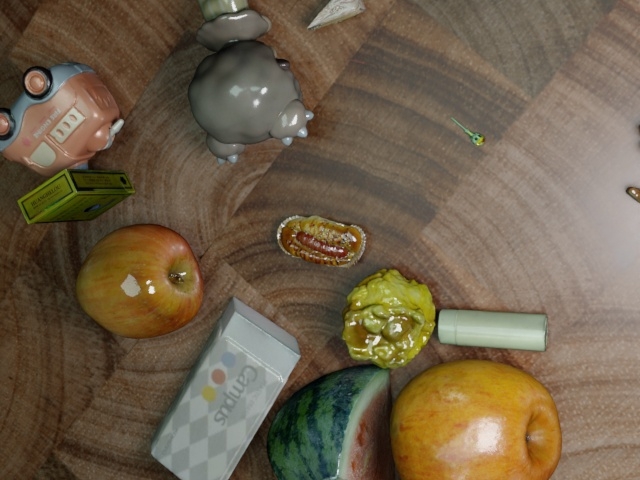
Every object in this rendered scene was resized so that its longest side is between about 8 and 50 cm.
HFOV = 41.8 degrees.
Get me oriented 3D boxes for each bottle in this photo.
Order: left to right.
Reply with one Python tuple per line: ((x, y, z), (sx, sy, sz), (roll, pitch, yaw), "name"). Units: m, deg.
((0.331, 0.171, 1.610), (0.202, 0.072, 0.072), (2, 96, 19), "bottle")

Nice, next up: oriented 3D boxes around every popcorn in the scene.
((0.131, 0.153, 1.636), (0.198, 0.155, 0.197), (-1, 86, 10), "popcorn")

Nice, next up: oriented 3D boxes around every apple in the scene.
((-0.383, 0.091, 1.777), (0.241, 0.242, 0.242), (-11, 92, 32), "apple")
((0.285, 0.358, 1.527), (0.275, 0.299, 0.299), (-10, 92, 30), "apple")

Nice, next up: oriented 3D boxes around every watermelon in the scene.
((0.063, 0.402, 1.669), (0.293, 0.283, 0.250), (23, 119, -11), "watermelon")

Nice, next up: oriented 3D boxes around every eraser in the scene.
((-0.209, 0.342, 1.806), (0.213, 0.082, 0.396), (34, 105, 12), "eraser")

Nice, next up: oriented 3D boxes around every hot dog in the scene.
((0.000, 0.000, 1.716), (0.192, 0.053, 0.099), (13, 96, 15), "hot dog")

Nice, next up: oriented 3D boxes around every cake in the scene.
((0.024, -0.458, 1.665), (0.121, 0.052, 0.065), (-22, 93, 20), "cake")

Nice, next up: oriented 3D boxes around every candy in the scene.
((0.282, -0.211, 1.616), (0.025, 0.023, 0.083), (-42, 73, -17), "candy")

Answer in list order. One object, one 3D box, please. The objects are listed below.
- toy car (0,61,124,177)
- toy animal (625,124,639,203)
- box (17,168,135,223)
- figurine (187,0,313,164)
((-0.564, -0.249, 1.827), (0.270, 0.180, 0.212), (-42, 91, 17), "toy car")
((0.665, -0.082, 1.462), (0.312, 0.097, 0.157), (40, 100, 10), "toy animal")
((-0.517, -0.095, 1.795), (0.141, 0.220, 0.064), (-30, 85, 18), "box")
((-0.163, -0.353, 1.658), (0.248, 0.203, 0.380), (-14, 90, 23), "figurine")
